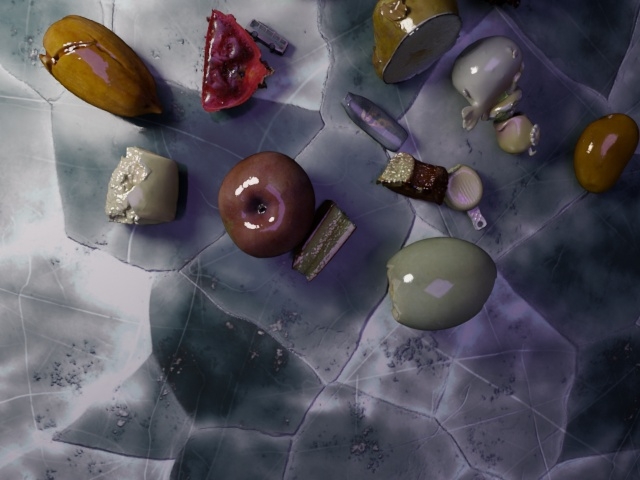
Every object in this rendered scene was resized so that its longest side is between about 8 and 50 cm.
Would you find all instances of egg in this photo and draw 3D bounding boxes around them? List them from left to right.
[{"bbox_3d":[0.369,0.127,1.244,0.336,0.278,0.279,-10,97,-2],"label":"egg"}]

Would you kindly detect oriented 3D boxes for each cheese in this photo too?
[{"bbox_3d":[0.480,-0.135,1.335,0.137,0.064,0.227,-31,97,1],"label":"cheese"}]

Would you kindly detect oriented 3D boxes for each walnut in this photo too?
[{"bbox_3d":[-0.586,-0.459,1.119,0.336,0.209,0.209,33,92,-16],"label":"walnut"}]

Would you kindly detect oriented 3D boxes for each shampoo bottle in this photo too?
[{"bbox_3d":[0.167,-0.376,1.280,0.233,0.049,0.087,37,89,-9],"label":"shampoo bottle"}]

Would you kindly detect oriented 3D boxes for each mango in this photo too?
[{"bbox_3d":[0.920,-0.287,1.329,0.175,0.139,0.255,19,100,-5],"label":"mango"}]

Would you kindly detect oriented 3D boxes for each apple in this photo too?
[{"bbox_3d":[-0.157,-0.103,1.172,0.305,0.235,0.306,1,98,9],"label":"apple"}]

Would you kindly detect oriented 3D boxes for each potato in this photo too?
[{"bbox_3d":[0.252,-0.613,1.164,0.246,0.300,0.196,-20,81,-14],"label":"potato"}]

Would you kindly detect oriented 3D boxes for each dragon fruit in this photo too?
[{"bbox_3d":[-0.245,-0.501,1.194,0.211,0.134,0.262,9,111,-19],"label":"dragon fruit"}]

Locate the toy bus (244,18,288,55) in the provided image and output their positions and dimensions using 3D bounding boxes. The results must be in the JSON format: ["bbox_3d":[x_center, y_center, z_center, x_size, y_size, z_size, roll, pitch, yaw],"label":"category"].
[{"bbox_3d":[-0.161,-0.610,1.226,0.130,0.037,0.052,31,90,-9],"label":"toy bus"}]

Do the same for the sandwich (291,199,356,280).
[{"bbox_3d":[0.000,0.000,1.268,0.122,0.128,0.236,38,92,-12],"label":"sandwich"}]

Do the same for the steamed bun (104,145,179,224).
[{"bbox_3d":[-0.518,-0.156,1.171,0.199,0.170,0.226,5,94,-2],"label":"steamed bun"}]

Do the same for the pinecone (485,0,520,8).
[{"bbox_3d":[0.552,-0.801,1.205,0.221,0.221,0.222,-1,96,-6],"label":"pinecone"}]

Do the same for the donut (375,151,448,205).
[{"bbox_3d":[0.296,-0.194,1.289,0.186,0.144,0.126,21,87,33],"label":"donut"}]

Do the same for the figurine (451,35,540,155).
[{"bbox_3d":[0.539,-0.407,1.258,0.274,0.226,0.394,-46,113,-13],"label":"figurine"}]
